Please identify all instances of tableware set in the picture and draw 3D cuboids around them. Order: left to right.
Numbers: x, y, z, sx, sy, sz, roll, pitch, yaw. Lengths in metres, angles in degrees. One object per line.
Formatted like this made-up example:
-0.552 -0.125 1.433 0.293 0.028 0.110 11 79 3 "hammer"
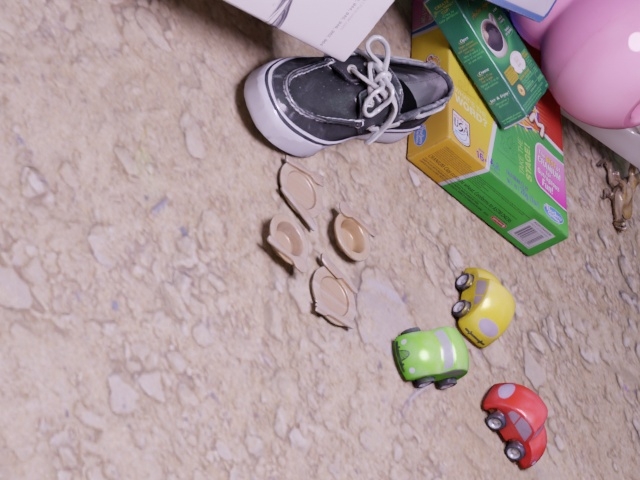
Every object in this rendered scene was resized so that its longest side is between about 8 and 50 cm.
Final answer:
0.000 0.000 1.480 0.141 0.020 0.169 43 39 -26 "tableware set"

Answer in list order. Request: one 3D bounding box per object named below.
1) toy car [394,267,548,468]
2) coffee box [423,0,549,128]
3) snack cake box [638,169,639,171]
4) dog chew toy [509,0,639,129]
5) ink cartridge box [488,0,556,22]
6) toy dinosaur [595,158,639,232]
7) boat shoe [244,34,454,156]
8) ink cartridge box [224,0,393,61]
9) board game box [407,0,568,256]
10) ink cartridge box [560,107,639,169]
0.166 0.128 1.581 0.225 0.053 0.239 9 60 -51 "toy car"
0.204 -0.238 1.778 0.184 0.040 0.113 56 34 -10 "coffee box"
0.505 -0.201 2.228 0.264 0.089 0.152 52 34 -16 "snack cake box"
0.336 -0.304 1.869 0.206 0.206 0.332 -4 55 -54 "dog chew toy"
0.101 -0.431 1.669 0.395 0.151 0.270 42 17 23 "ink cartridge box"
0.439 -0.079 2.107 0.183 0.053 0.093 -50 124 -46 "toy dinosaur"
0.042 -0.156 1.566 0.306 0.105 0.113 1 67 -53 "boat shoe"
-0.073 -0.314 1.451 0.273 0.115 0.198 22 24 -44 "ink cartridge box"
0.211 -0.171 1.837 0.242 0.064 0.317 35 42 -34 "board game box"
0.465 -0.264 2.054 0.201 0.117 0.278 34 68 -7 "ink cartridge box"
